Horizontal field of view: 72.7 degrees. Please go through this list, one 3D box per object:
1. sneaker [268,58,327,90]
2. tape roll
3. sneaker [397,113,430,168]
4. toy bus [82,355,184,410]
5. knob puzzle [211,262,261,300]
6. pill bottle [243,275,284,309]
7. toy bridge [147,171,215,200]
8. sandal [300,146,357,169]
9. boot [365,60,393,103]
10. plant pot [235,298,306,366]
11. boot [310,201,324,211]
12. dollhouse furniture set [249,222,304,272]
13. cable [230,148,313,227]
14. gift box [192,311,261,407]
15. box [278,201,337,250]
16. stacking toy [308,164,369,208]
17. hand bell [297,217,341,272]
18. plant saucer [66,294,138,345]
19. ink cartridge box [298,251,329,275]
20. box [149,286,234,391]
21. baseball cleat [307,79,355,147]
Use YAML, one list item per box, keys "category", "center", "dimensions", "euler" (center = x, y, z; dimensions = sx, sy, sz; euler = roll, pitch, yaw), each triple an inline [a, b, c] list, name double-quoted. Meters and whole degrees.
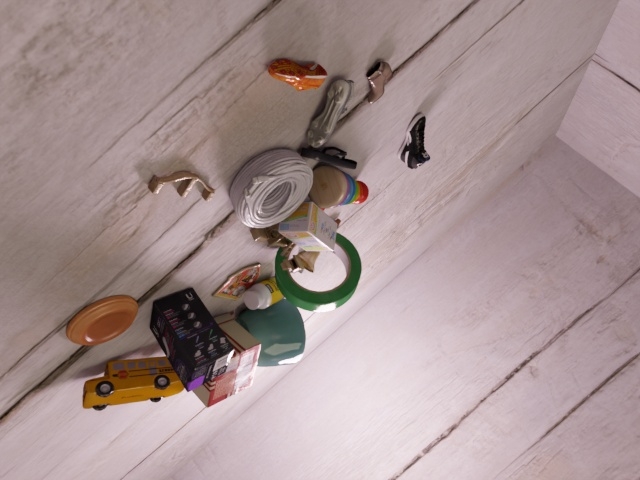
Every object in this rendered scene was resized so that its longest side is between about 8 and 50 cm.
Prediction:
- category: "sneaker"
  center: [-0.054, -0.378, 1.018]
  dimensions: [0.175, 0.064, 0.067]
  euler: [-12, 153, -46]
- category: "tape roll"
  center: [-0.010, 0.104, 1.618]
  dimensions: [0.321, 0.321, 0.077]
  euler: [-31, 156, -23]
- category: "sneaker"
  center: [0.382, -0.366, 1.657]
  dimensions: [0.079, 0.121, 0.217]
  euler: [-30, 155, -29]
- category: "toy bus"
  center: [-0.625, 0.480, 1.492]
  dimensions: [0.332, 0.130, 0.108]
  euler: [4, 134, -35]
- category: "knob puzzle"
  center: [-0.293, 0.161, 1.649]
  dimensions: [0.213, 0.030, 0.213]
  euler: [-34, 156, -17]
- category: "pill bottle"
  center: [-0.219, 0.212, 1.731]
  dimensions: [0.103, 0.103, 0.184]
  euler: [-53, 165, 26]
- category: "toy bridge"
  center: [-0.325, -0.136, 1.065]
  dimensions: [0.063, 0.026, 0.188]
  euler: [-51, 156, 19]
- category: "sandal"
  center: [0.041, -0.263, 1.348]
  dimensions: [0.254, 0.097, 0.055]
  euler: [-2, 109, -58]
- category: "boot"
  center: [0.157, -0.456, 1.248]
  dimensions: [0.087, 0.042, 0.118]
  euler: [7, 127, -53]
- category: "plant pot"
  center: [-0.241, 0.406, 1.870]
  dimensions: [0.235, 0.293, 0.293]
  euler: [-1, 137, -39]
- category: "boot"
  center: [-0.014, -0.095, 1.602]
  dimensions: [0.084, 0.059, 0.158]
  euler: [-41, 157, -14]
- category: "dollhouse furniture set"
  center: [-0.121, 0.019, 1.469]
  dimensions: [0.101, 0.161, 0.182]
  euler: [-32, 162, 18]
- category: "cable"
  center: [-0.140, -0.146, 1.265]
  dimensions: [0.257, 0.089, 0.257]
  euler: [-27, 155, -32]
- category: "gift box"
  center: [-0.398, 0.429, 1.691]
  dimensions: [0.255, 0.258, 0.277]
  euler: [-7, 120, -51]
- category: "box"
  center: [-0.038, -0.043, 1.453]
  dimensions: [0.203, 0.114, 0.103]
  euler: [38, 56, -58]
- category: "stacking toy"
  center: [0.082, -0.181, 1.532]
  dimensions: [0.141, 0.141, 0.330]
  euler: [-50, 163, 19]
- category: "hand bell"
  center: [0.000, 0.000, 1.774]
  dimensions: [0.242, 0.126, 0.126]
  euler: [-50, 160, -15]
- category: "plant saucer"
  center: [-0.620, 0.238, 1.256]
  dimensions: [0.200, 0.037, 0.200]
  euler: [-35, 157, -17]
- category: "ink cartridge box"
  center: [-0.023, 0.067, 1.924]
  dimensions: [0.179, 0.045, 0.145]
  euler: [-64, 154, 5]
- category: "box"
  center: [-0.421, 0.316, 1.408]
  dimensions: [0.143, 0.270, 0.165]
  euler: [-21, 150, -40]
- category: "baseball cleat"
  center: [0.040, -0.348, 1.210]
  dimensions: [0.109, 0.072, 0.206]
  euler: [-26, 157, -47]
